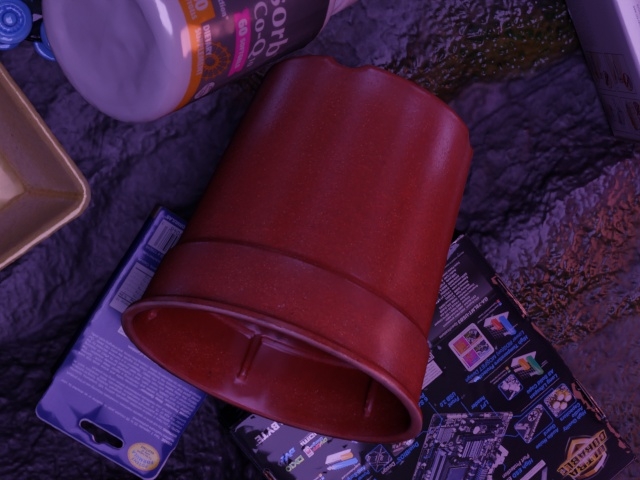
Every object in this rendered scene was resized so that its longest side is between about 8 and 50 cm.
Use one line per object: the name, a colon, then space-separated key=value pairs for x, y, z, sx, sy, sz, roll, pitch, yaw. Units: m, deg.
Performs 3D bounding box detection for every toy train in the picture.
toy train: x=-0.225 y=-0.212 z=1.608 sx=0.184 sy=0.080 sz=0.105 roll=11 pitch=88 yaw=-16

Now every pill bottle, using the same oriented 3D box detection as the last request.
pill bottle: x=-0.087 y=-0.217 z=1.542 sx=0.278 sy=0.162 sz=0.162 roll=-32 pitch=106 yaw=-41

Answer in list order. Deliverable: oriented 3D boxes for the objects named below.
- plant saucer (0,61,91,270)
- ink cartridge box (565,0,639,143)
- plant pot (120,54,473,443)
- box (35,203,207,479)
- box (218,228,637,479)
plant saucer: x=-0.419 y=-0.071 z=1.559 sx=0.332 sy=0.081 sz=0.333 roll=-36 pitch=92 yaw=-5
ink cartridge box: x=0.366 y=-0.281 z=1.704 sx=0.271 sy=0.130 sz=0.309 roll=-24 pitch=103 yaw=-10
plant pot: x=0.000 y=0.000 z=1.582 sx=0.272 sy=0.272 sz=0.265 roll=26 pitch=69 yaw=-15
box: x=-0.154 y=0.096 z=1.689 sx=0.136 sy=0.036 sz=0.225 roll=33 pitch=88 yaw=-15
box: x=0.105 y=0.189 z=1.744 sx=0.295 sy=0.073 sz=0.293 roll=-40 pitch=105 yaw=-5
